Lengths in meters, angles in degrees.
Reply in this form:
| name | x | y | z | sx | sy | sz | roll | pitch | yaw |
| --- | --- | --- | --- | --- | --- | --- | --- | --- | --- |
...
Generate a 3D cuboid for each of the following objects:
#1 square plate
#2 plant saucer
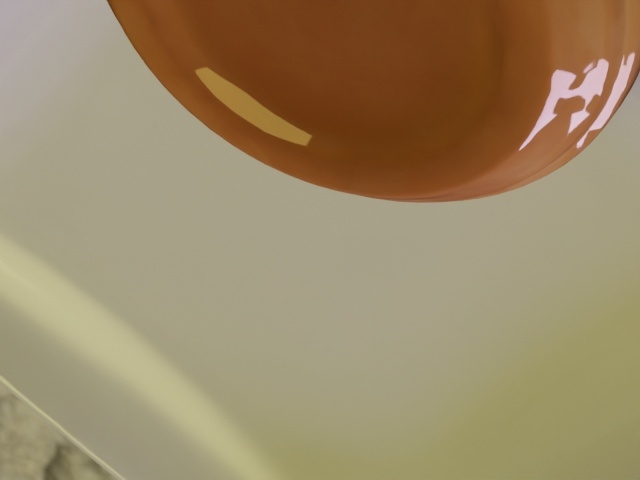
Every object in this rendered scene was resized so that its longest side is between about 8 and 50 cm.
| name | x | y | z | sx | sy | sz | roll | pitch | yaw |
| --- | --- | --- | --- | --- | --- | --- | --- | --- | --- |
| square plate | 0.000 | 0.000 | 0.631 | 0.344 | 0.049 | 0.347 | 41 | 128 | -10 |
| plant saucer | 0.004 | -0.083 | 0.488 | 0.200 | 0.037 | 0.200 | 18 | 139 | 16 |
